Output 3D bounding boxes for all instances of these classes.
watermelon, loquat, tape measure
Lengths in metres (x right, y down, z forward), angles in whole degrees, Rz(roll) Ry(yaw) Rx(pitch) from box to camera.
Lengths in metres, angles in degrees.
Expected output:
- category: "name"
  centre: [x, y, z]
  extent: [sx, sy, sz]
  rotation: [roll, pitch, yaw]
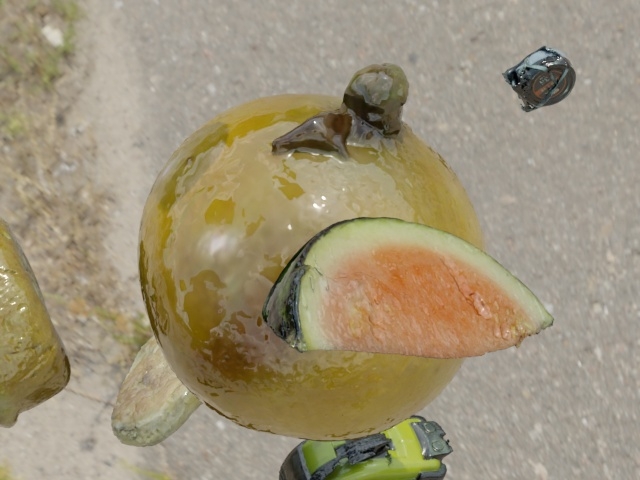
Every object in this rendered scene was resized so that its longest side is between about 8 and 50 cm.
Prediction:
- category: "watermelon"
  centre: [0.052, 0.041, 0.839]
  extent: [0.119, 0.245, 0.063]
  rotation: [52, 124, 34]
- category: "loquat"
  centre: [0.000, 0.000, 1.132]
  extent: [0.328, 0.328, 0.360]
  rotation: [37, 123, 29]
- category: "tape measure"
  centre: [0.042, 0.292, 1.522]
  extent: [0.186, 0.199, 0.112]
  rotation: [1, 42, -27]
- category: "tape measure"
  centre: [0.323, -0.234, 1.820]
  extent: [0.094, 0.091, 0.054]
  rotation: [-29, 44, 13]

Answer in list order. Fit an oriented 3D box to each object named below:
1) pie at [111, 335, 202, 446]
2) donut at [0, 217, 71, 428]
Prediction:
- category: "pie"
  centre: [-0.208, 0.194, 1.765]
  extent: [0.185, 0.052, 0.218]
  rotation: [-24, 31, 31]
- category: "donut"
  centre: [-0.393, 0.085, 1.492]
  extent: [0.128, 0.209, 0.261]
  rotation: [-24, 57, -12]
